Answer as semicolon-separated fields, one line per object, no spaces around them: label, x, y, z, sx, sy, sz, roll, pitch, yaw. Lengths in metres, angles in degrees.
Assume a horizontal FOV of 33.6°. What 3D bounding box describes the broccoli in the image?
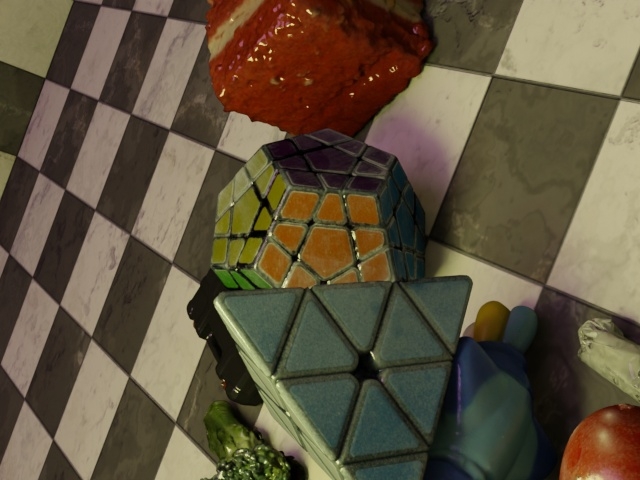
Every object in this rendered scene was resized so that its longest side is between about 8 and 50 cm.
broccoli;-0.137;0.342;1.684;0.165;0.145;0.304;-60;22;8

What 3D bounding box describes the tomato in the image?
tomato;0.308;0.248;1.046;0.167;0.167;0.167;-30;51;45

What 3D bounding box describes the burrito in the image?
burrito;0.346;0.142;1.131;0.203;0.064;0.064;41;108;54

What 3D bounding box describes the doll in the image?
doll;0.115;0.225;1.235;0.365;0.187;0.376;-32;47;11

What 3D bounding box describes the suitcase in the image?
suitcase;-0.129;0.125;1.821;0.206;0.066;0.285;-59;35;16

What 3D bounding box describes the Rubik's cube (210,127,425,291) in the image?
Rubik's cube;0.000;0.000;1.515;0.264;0.319;0.319;-9;63;23

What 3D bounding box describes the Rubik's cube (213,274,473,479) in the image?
Rubik's cube;0.023;0.153;1.154;0.228;0.233;0.229;10;106;16

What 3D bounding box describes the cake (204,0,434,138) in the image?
cake;-0.014;-0.368;1.715;0.270;0.269;0.320;-39;46;39
